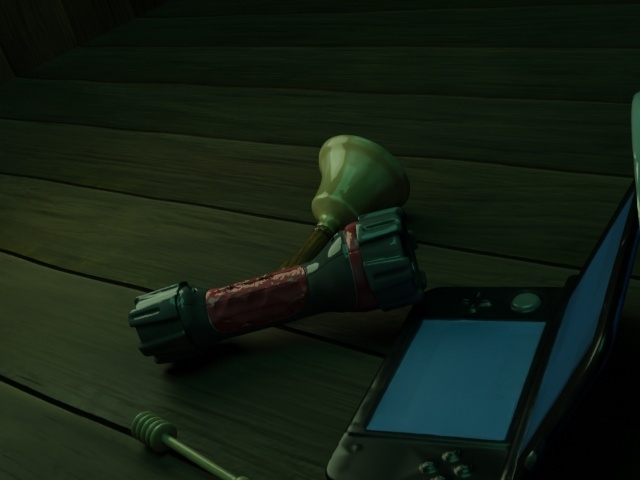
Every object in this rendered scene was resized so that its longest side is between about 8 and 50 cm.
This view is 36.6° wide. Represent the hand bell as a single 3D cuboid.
[{"bbox_3d":[0.000,0.000,1.137,0.126,0.126,0.242,5,47,35],"label":"hand bell"}]

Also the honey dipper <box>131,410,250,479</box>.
[{"bbox_3d":[-0.116,0.195,0.883,0.161,0.030,0.030,16,41,43],"label":"honey dipper"}]

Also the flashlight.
[{"bbox_3d":[-0.048,0.053,0.999,0.304,0.103,0.103,-15,18,11],"label":"flashlight"}]

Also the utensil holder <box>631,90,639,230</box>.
[{"bbox_3d":[0.413,0.020,0.603,0.386,0.327,0.327,-7,29,22],"label":"utensil holder"}]

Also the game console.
[{"bbox_3d":[0.147,0.069,0.816,0.250,0.173,0.293,-1,30,27],"label":"game console"}]
